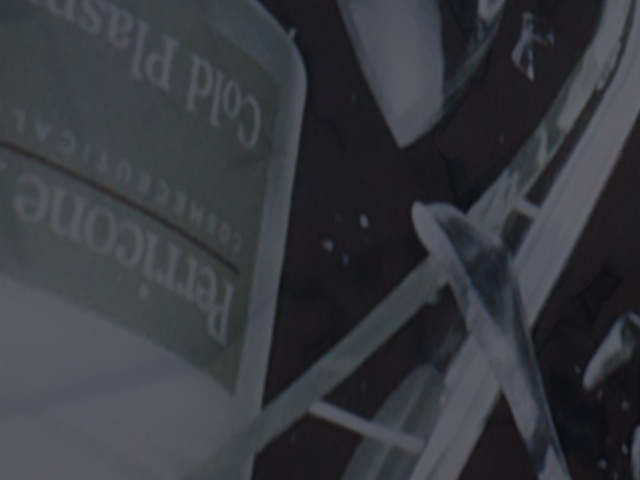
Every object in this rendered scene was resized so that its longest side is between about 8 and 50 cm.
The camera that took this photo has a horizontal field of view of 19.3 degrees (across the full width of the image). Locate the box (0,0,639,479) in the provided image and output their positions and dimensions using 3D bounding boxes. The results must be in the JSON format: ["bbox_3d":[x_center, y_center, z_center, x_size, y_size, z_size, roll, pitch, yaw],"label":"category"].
[{"bbox_3d":[-0.075,0.009,0.521,0.297,0.480,0.472,-10,-122,54],"label":"box"}]
